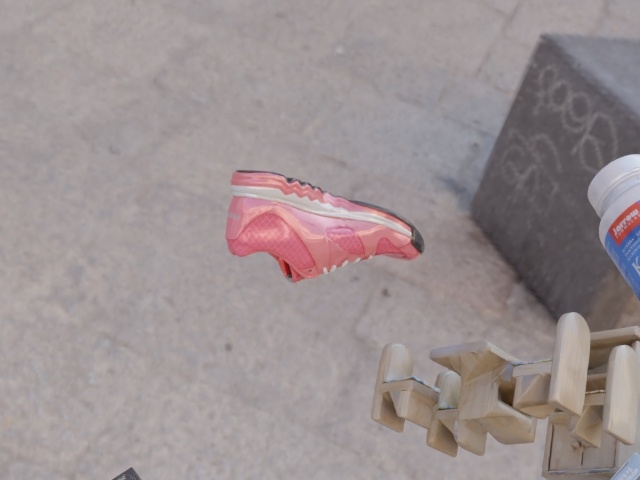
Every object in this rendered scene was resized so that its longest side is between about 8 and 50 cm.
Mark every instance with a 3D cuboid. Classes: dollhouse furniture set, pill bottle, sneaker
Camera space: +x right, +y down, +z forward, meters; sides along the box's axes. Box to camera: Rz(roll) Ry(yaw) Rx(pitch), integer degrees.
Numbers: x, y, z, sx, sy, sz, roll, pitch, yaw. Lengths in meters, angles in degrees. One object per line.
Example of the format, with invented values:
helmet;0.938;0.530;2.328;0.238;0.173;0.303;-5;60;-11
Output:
dollhouse furniture set;0.355;0.215;1.803;0.394;0.362;0.256;30;60;-33
pill bottle;0.409;0.004;1.331;0.124;0.124;0.221;0;45;-28
sneaker;-0.001;0.000;1.568;0.313;0.136;0.116;17;-3;-27

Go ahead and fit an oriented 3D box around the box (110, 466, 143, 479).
box;-0.252;0.358;1.499;0.062;0.083;0.052;-34;40;-7

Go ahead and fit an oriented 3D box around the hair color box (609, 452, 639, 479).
hair color box;0.459;0.495;1.761;0.185;0.374;0.113;-42;62;-16
